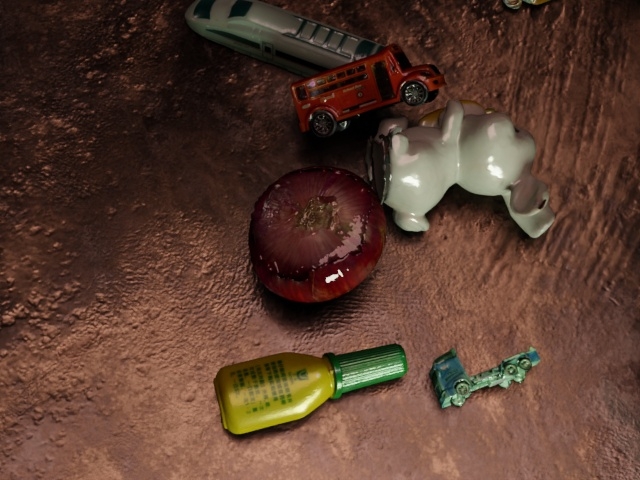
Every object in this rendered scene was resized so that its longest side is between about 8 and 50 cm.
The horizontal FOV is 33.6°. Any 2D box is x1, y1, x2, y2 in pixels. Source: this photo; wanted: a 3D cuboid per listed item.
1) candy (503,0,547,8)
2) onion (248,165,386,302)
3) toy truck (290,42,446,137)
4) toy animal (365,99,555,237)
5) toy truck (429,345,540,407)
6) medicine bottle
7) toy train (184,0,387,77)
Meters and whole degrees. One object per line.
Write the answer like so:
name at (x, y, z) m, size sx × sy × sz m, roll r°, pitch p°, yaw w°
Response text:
candy at (0.432, -0.484, 2.009) m, size 0.182 × 0.046 × 0.053 m, roll -24°, pitch 68°, yaw -9°
onion at (-0.006, -0.006, 1.731) m, size 0.248 × 0.161 × 0.248 m, roll 2°, pitch 56°, yaw -3°
toy truck at (0.082, -0.260, 1.808) m, size 0.252 × 0.107 × 0.114 m, roll -17°, pitch 96°, yaw 20°
toy animal at (0.241, -0.128, 1.785) m, size 0.309 × 0.183 × 0.247 m, roll -1°, pitch 72°, yaw -8°
toy truck at (0.261, 0.202, 1.698) m, size 0.175 × 0.067 × 0.081 m, roll -20°, pitch 68°, yaw -10°
medicine bottle at (-0.013, 0.221, 1.676) m, size 0.308 × 0.076 × 0.111 m, roll -13°, pitch 70°, yaw -7°
toy train at (-0.063, -0.368, 1.922) m, size 0.406 × 0.088 × 0.086 m, roll 21°, pitch 68°, yaw 8°
